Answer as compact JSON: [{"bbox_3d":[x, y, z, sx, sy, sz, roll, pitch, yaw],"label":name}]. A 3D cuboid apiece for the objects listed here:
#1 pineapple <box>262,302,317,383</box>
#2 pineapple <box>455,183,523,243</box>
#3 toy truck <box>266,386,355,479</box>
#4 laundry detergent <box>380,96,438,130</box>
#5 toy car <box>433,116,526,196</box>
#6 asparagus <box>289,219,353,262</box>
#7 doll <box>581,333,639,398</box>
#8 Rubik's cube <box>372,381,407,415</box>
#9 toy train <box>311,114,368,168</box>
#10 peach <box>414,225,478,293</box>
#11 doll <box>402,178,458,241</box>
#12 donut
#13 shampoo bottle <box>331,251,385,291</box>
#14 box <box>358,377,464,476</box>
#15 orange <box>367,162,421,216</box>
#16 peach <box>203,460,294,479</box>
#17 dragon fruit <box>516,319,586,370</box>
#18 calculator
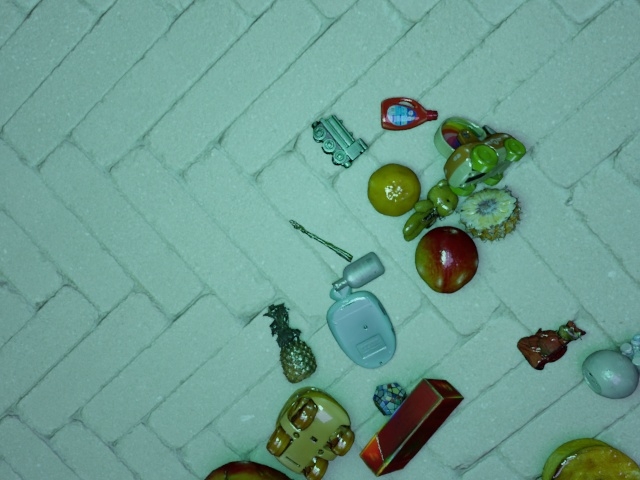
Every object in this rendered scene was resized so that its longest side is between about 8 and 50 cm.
[{"bbox_3d":[-0.103,0.317,1.401,0.125,0.125,0.251,-24,90,7],"label":"pineapple"},{"bbox_3d":[0.506,-0.056,1.302,0.176,0.161,0.136,-34,131,4],"label":"pineapple"},{"bbox_3d":[-0.033,0.590,1.375,0.204,0.211,0.287,36,102,-1],"label":"toy truck"},{"bbox_3d":[0.262,-0.374,1.310,0.166,0.049,0.097,-1,94,2],"label":"laundry detergent"},{"bbox_3d":[0.429,-0.262,1.257,0.236,0.145,0.234,7,59,-11],"label":"toy car"},{"bbox_3d":[0.000,0.000,1.390,0.233,0.022,0.023,31,143,-2],"label":"asparagus"},{"bbox_3d":[0.934,0.362,1.315,0.288,0.151,0.150,-24,95,0],"label":"doll"},{"bbox_3d":[0.220,0.500,1.402,0.093,0.111,0.111,33,99,-26],"label":"Rubik's cube"},{"bbox_3d":[0.051,-0.299,1.326,0.111,0.071,0.170,-40,92,-1],"label":"toy train"},{"bbox_3d":[0.366,0.046,1.285,0.198,0.197,0.197,1,97,4],"label":"peach"},{"bbox_3d":[0.326,-0.075,1.298,0.209,0.137,0.097,-48,50,-2],"label":"doll"},{"bbox_3d":[0.830,0.756,1.383,0.304,0.110,0.302,0,97,2],"label":"donut"},{"bbox_3d":[0.113,0.106,1.373,0.165,0.040,0.079,-31,85,-1],"label":"shampoo bottle"},{"bbox_3d":[0.280,0.563,1.352,0.089,0.197,0.313,42,100,36],"label":"box"},{"bbox_3d":[0.214,-0.146,1.297,0.159,0.136,0.158,0,100,2],"label":"orange"},{"bbox_3d":[-0.198,0.895,1.363,0.353,0.339,0.416,-37,98,8],"label":"peach"},{"bbox_3d":[0.716,0.327,1.342,0.192,0.092,0.122,-31,94,7],"label":"dragon fruit"},{"bbox_3d":[0.124,0.267,1.404,0.186,0.041,0.298,-28,94,7],"label":"calculator"}]
